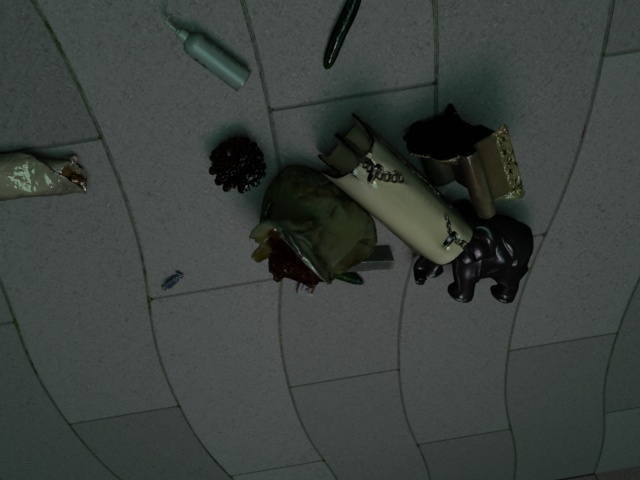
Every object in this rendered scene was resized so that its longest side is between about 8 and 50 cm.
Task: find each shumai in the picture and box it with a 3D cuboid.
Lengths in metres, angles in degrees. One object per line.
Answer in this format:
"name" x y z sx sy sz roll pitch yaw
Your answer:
"shumai" 0.000 0.000 1.093 0.329 0.288 0.292 22 99 -14

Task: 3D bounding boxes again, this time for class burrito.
"burrito" -0.759 -0.147 1.070 0.391 0.076 0.117 -3 118 -7

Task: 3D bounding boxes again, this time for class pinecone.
"pinecone" -0.193 -0.173 1.087 0.140 0.140 0.120 -32 150 14

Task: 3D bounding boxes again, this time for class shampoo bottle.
"shampoo bottle" -0.242 -0.398 0.972 0.195 0.056 0.056 32 115 -23

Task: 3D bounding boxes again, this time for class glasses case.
"glasses case" 0.103 0.056 1.309 0.204 0.071 0.047 -2 128 -6

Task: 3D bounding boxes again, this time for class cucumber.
"cucumber" 0.047 -0.454 0.979 0.033 0.036 0.184 23 120 -11
"cucumber" 0.070 0.105 1.357 0.155 0.037 0.037 20 119 -27

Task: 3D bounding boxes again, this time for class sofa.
"sofa" 0.319 -0.173 1.072 0.182 0.258 0.200 -34 123 0

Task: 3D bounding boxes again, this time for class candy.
"candy" -0.429 0.118 1.318 0.083 0.020 0.030 -34 121 18

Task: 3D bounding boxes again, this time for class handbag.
"handbag" 0.178 -0.111 1.093 0.358 0.237 0.160 36 101 -26

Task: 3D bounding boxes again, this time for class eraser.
"eraser" -0.033 0.113 1.355 0.052 0.029 0.122 11 122 -13

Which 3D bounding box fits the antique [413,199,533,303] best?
"antique" 0.433 0.030 1.270 0.322 0.185 0.255 5 130 -10
